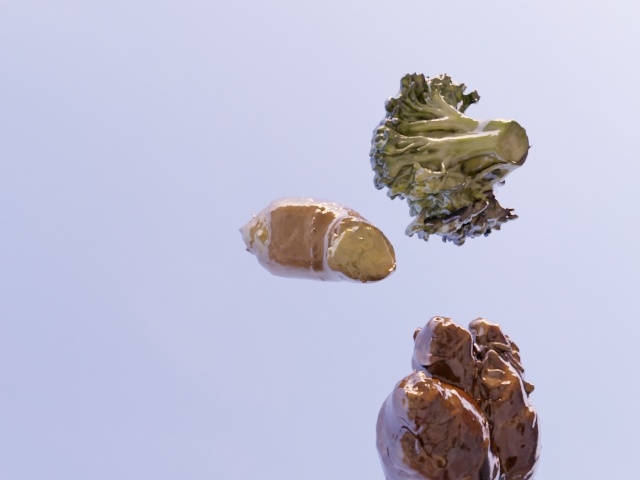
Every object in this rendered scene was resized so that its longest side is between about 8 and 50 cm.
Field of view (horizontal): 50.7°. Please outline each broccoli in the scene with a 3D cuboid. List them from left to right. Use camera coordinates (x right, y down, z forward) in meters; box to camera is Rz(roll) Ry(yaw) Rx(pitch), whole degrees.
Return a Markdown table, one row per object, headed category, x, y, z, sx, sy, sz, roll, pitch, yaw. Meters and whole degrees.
| category | x | y | z | sx | sy | sz | roll | pitch | yaw |
| --- | --- | --- | --- | --- | --- | --- | --- | --- | --- |
| broccoli | 0.235 | -0.150 | 1.295 | 0.324 | 0.272 | 0.334 | -43 | -63 | -7 |

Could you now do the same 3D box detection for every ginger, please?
| category | x | y | z | sx | sy | sz | roll | pitch | yaw |
| --- | --- | --- | --- | --- | --- | --- | --- | --- | --- |
| ginger | 0.000 | 0.000 | 1.093 | 0.152 | 0.267 | 0.137 | 6 | -88 | -65 |
| ginger | 0.202 | 0.248 | 0.948 | 0.358 | 0.152 | 0.274 | 8 | -87 | -46 |
